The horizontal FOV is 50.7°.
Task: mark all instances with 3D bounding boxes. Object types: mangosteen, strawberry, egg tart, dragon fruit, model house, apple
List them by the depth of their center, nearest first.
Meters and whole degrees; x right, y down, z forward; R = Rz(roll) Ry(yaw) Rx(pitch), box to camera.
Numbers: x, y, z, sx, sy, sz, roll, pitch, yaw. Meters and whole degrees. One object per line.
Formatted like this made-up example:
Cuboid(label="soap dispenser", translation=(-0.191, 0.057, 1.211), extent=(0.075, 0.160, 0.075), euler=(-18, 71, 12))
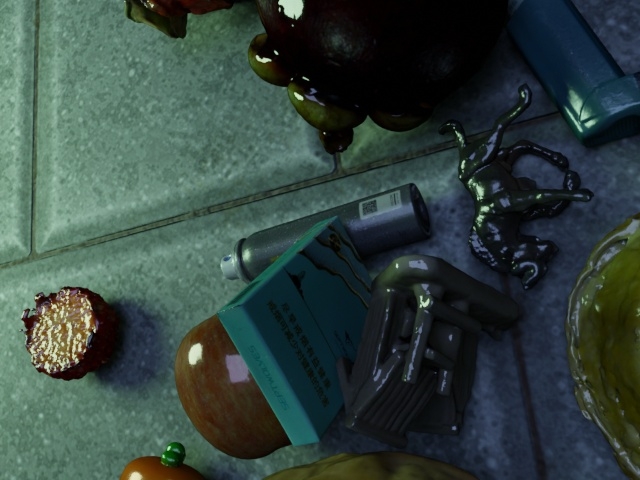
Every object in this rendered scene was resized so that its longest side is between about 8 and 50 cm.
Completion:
Cuboid(label="egg tart", translation=(0.401, 0.101, 0.637), extent=(0.345, 0.132, 0.345), euler=(-7, 75, 26))
Cuboid(label="model house", translation=(0.107, 0.126, 0.715), extent=(0.122, 0.229, 0.188), euler=(10, 77, 43))
Cuboid(label="apple", translation=(-0.074, 0.163, 0.808), extent=(0.188, 0.188, 0.174), euler=(-29, 79, 16))
Cuboid(label="mangosteen", translation=(0.057, -0.270, 0.816), extent=(0.307, 0.307, 0.347), euler=(46, 129, 27))
Cuboid(label="strawberry", translation=(-0.366, 0.138, 1.004), extent=(0.145, 0.086, 0.145), euler=(-5, 76, 22))
Cuboid(label="dragon fruit", translation=(-0.180, -0.401, 1.031), extent=(0.205, 0.152, 0.317), euler=(-43, 24, 32))

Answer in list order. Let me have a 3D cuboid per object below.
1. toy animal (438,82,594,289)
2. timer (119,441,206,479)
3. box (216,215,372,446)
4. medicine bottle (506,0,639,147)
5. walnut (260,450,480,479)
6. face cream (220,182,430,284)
Cuboid(label="toy animal", translation=(0.219, -0.065, 0.788), extent=(0.148, 0.084, 0.233), euler=(-30, 70, 17))
Cuboid(label="timer", translation=(-0.203, 0.325, 0.879), extent=(0.136, 0.099, 0.136), euler=(-4, 69, 11))
Cuboid(label="box", translation=(-0.003, 0.088, 0.743), extent=(0.041, 0.229, 0.162), euler=(-21, 103, 33))
Cuboid(label="medicine bottle", translation=(0.307, -0.220, 0.788), extent=(0.124, 0.079, 0.258), euler=(-35, 65, 17))
Cuboid(label="walnut", translation=(0.056, 0.359, 0.646), extent=(0.343, 0.306, 0.306), euler=(-16, 70, 13))
Cuboid(label="face cream", translation=(0.000, 0.000, 0.877), extent=(0.283, 0.073, 0.073), euler=(-16, 71, 20))
